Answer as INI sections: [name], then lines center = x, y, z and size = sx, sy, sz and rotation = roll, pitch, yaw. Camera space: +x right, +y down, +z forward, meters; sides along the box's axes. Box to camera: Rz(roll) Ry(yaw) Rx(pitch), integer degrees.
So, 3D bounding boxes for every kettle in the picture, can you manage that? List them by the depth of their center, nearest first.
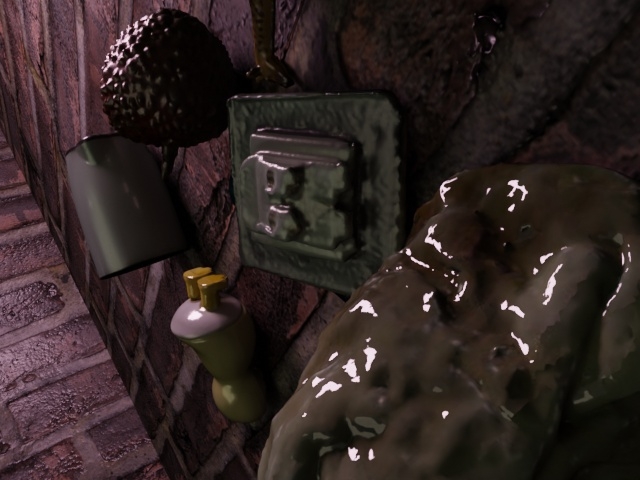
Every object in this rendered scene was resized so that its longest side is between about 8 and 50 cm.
[kettle]
center = -0.348, -0.068, 1.032
size = 0.221, 0.161, 0.236
rotation = -132, 21, -89

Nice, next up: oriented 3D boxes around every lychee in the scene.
[lychee]
center = -0.178, -0.173, 0.682
size = 0.165, 0.165, 0.197
rotation = 3, 95, 56

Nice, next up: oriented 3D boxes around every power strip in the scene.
[power strip]
center = -0.022, -0.040, 0.549
size = 0.213, 0.065, 0.198
rotation = 10, 111, 37

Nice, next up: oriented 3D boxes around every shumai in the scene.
[shumai]
center = 0.089, 0.126, 0.366
size = 0.309, 0.264, 0.303
rotation = 38, 140, 39

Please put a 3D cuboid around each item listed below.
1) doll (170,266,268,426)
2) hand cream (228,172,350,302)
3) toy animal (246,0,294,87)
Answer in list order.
[doll]
center = -0.146, 0.181, 0.916
size = 0.141, 0.117, 0.296
rotation = 14, 134, 46
[hand cream]
center = 0.000, 0.000, 0.626
size = 0.271, 0.061, 0.120
rotation = 39, 140, 31
[toy animal]
center = -0.040, -0.263, 0.510
size = 0.149, 0.054, 0.275
rotation = 46, 143, 5
